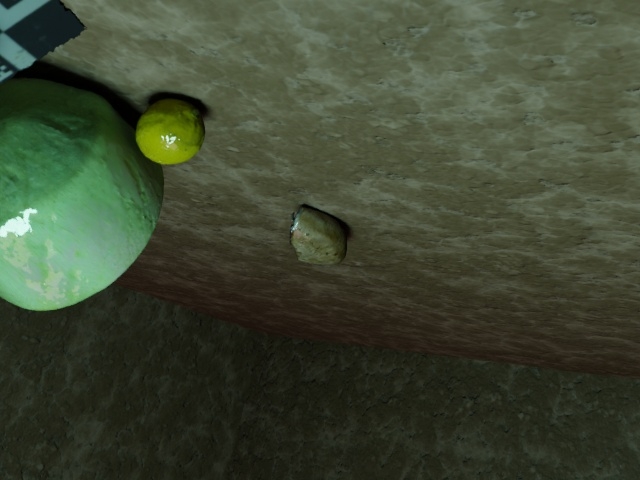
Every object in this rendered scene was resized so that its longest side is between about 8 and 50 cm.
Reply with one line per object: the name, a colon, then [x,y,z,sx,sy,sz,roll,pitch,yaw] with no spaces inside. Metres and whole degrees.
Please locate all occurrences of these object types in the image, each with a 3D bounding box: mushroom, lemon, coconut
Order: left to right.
coconut: [-0.368,-0.057,1.104,0.328,0.281,0.329,-4,141,-3]
lemon: [-0.190,-0.135,1.041,0.082,0.082,0.110,21,158,-31]
mushroom: [0.000,0.002,1.450,0.094,0.072,0.210,3,166,4]

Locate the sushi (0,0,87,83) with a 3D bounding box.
sushi: [-0.387,-0.159,0.703,0.296,0.100,0.373,-31,160,2]
